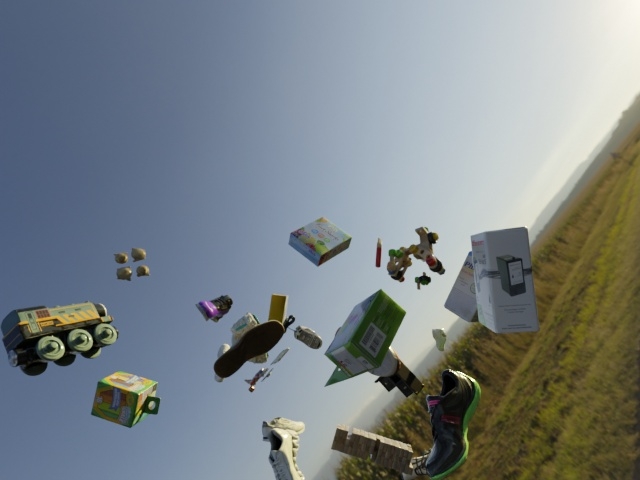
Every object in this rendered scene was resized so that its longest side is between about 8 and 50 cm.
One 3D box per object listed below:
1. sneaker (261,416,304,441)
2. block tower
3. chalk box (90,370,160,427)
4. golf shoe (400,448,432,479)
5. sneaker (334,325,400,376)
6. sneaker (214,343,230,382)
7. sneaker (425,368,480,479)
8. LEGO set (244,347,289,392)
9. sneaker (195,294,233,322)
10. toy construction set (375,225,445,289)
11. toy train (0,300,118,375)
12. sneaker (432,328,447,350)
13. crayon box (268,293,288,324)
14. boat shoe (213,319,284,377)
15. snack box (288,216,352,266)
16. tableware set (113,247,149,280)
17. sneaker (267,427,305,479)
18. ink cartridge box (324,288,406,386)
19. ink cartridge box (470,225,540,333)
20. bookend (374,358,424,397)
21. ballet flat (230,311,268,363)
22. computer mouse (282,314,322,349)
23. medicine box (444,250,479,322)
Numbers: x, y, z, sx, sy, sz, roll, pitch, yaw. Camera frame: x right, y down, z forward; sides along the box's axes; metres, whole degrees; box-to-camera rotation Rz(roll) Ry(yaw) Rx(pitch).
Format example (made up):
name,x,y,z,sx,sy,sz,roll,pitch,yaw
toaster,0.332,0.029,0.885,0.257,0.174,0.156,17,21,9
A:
name,x,y,z,sx,sy,sz,roll,pitch,yaw
sneaker,-0.174,0.895,1.971,0.235,0.094,0.090,7,-23,-41
block tower,0.221,0.865,1.710,0.091,0.336,0.097,60,-134,-78
chalk box,-0.948,0.798,2.050,0.179,0.289,0.180,0,-77,-81
golf shoe,0.443,0.990,1.790,0.198,0.077,0.094,-30,6,-13
sneaker,0.202,0.379,1.424,0.180,0.321,0.124,18,-90,-31
sneaker,-0.521,0.660,2.241,0.080,0.212,0.094,18,-41,-21
sneaker,0.509,0.748,1.699,0.482,0.202,0.185,-53,-1,-44
LEGO set,-0.255,0.585,1.872,0.244,0.060,0.182,-47,-1,-29
sneaker,-0.512,0.320,2.027,0.146,0.102,0.293,-37,-11,-8
toy construction set,0.395,0.044,1.845,0.257,0.309,0.237,137,145,-55
toy train,-0.802,0.287,1.283,0.142,0.190,0.334,-37,-14,22
sneaker,0.601,0.495,2.035,0.053,0.061,0.152,-72,-38,-52
crayon box,-0.216,0.372,2.075,0.318,0.081,0.202,116,161,-82
boat shoe,-0.260,0.382,1.489,0.285,0.104,0.089,-33,3,-5
snack box,0.000,0.000,1.710,0.207,0.174,0.070,-29,-35,-43
tableware set,-0.878,0.110,1.904,0.141,0.168,0.020,-7,-26,-33
sneaker,-0.128,0.797,1.425,0.110,0.292,0.118,-34,-51,11
ink cartridge box,0.084,0.263,1.078,0.255,0.097,0.189,-43,5,47
ink cartridge box,0.508,0.106,1.150,0.198,0.115,0.272,17,-113,-81
bookend,0.348,0.636,1.824,0.072,0.156,0.157,-28,-22,-45
ballet flat,-0.322,0.449,1.796,0.147,0.147,0.408,-38,-29,-26
computer mouse,-0.077,0.401,1.760,0.106,0.193,0.042,-64,-9,16
medicine box,0.742,0.215,1.874,0.264,0.149,0.289,10,-75,-44
